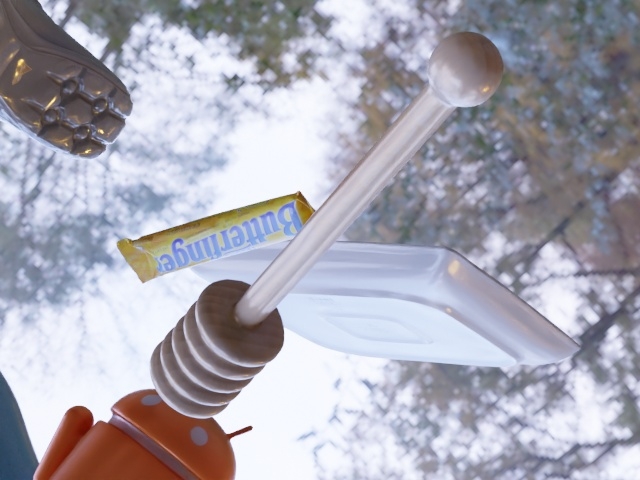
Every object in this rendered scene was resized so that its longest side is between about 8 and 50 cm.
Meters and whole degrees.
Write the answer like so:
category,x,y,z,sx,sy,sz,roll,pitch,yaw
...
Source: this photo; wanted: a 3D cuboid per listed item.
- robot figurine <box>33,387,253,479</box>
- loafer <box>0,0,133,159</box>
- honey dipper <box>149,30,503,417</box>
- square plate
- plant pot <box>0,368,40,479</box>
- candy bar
category,x,y,z,sx,sy,sz,roll,pitch,yaw
robot figurine,-0.158,0.212,1.054,0.128,0.219,0.158,48,162,-27
loafer,-0.273,-0.163,0.979,0.111,0.112,0.319,37,176,38
honey dipper,0.000,0.000,0.355,0.030,0.160,0.030,21,-134,-24
square plate,0.062,0.077,1.410,0.344,0.347,0.049,32,-116,-52
plant pot,-0.458,0.248,1.505,0.255,0.271,0.272,48,-156,12
candy bar,-0.068,-0.003,0.887,0.040,0.161,0.018,59,-147,-28
